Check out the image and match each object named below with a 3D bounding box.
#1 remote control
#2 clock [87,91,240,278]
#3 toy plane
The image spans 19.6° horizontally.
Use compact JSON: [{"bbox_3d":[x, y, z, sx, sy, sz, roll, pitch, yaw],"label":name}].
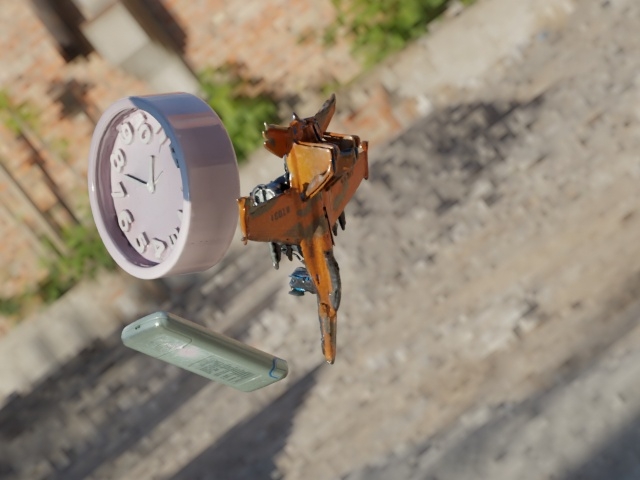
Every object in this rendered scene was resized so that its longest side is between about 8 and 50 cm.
[{"bbox_3d":[-0.082,0.081,1.331,0.053,0.124,0.017,-25,52,44],"label":"remote control"},{"bbox_3d":[-0.169,-0.059,1.972,0.068,0.196,0.197,-8,-13,-39],"label":"clock"},{"bbox_3d":[-0.009,-0.003,1.260,0.062,0.188,0.135,24,37,33],"label":"toy plane"}]
